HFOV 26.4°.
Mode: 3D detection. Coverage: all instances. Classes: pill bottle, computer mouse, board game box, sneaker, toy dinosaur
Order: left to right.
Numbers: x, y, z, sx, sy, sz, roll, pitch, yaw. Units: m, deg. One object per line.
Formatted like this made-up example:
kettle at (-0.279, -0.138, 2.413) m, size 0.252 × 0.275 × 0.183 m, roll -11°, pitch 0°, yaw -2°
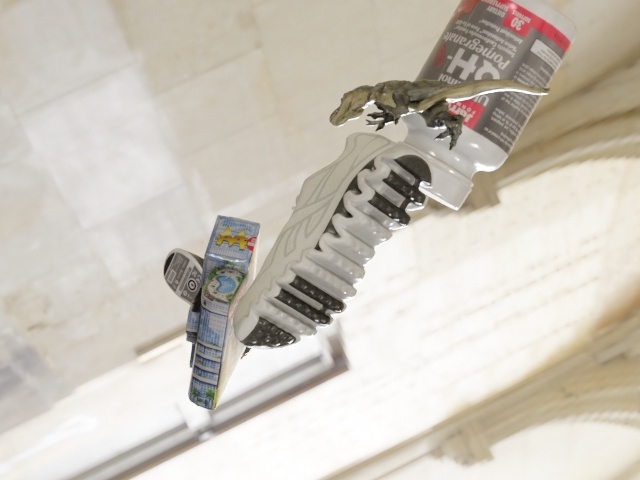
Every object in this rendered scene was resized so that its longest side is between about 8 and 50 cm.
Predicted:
computer mouse at (-0.146, 0.077, 1.922) m, size 0.193 × 0.042 × 0.106 m, roll 42°, pitch -59°, yaw 25°
board game box at (-0.124, 0.078, 1.690) m, size 0.194 × 0.060 × 0.194 m, roll -66°, pitch 166°, yaw -67°
sneaker at (0.000, 0.000, 1.554) m, size 0.118 × 0.292 × 0.110 m, roll 40°, pitch -1°, yaw 44°
toy dinosaur at (0.123, -0.156, 1.580) m, size 0.118 × 0.268 × 0.064 m, roll -58°, pitch 142°, yaw -56°
pill bottle at (0.226, -0.213, 2.004) m, size 0.176 × 0.318 × 0.176 m, roll 30°, pitch 1°, yaw -1°
